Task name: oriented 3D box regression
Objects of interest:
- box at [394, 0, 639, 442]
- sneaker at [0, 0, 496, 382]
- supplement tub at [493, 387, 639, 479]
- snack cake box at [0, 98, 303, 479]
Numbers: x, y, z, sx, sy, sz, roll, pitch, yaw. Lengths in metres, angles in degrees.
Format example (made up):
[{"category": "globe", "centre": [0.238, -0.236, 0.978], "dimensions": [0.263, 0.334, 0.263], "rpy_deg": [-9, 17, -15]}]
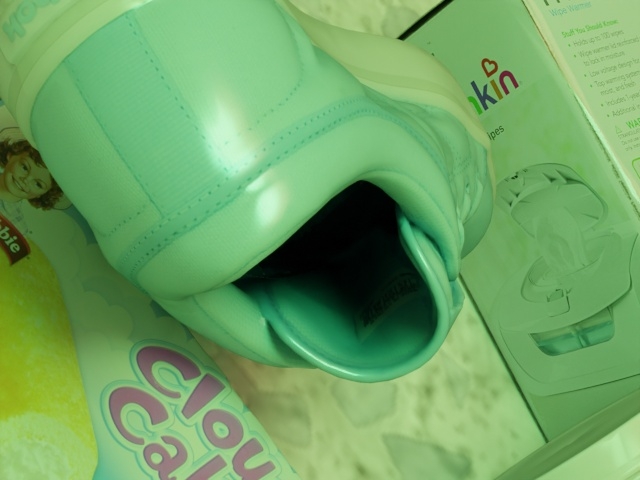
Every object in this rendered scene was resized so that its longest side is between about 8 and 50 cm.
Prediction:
[{"category": "box", "centre": [0.187, -0.042, 1.006], "dimensions": [0.262, 0.127, 0.231], "rpy_deg": [-20, 78, -46]}, {"category": "sneaker", "centre": [0.000, 0.000, 0.743], "dimensions": [0.150, 0.135, 0.366], "rpy_deg": [61, 17, 19]}, {"category": "supplement tub", "centre": [0.165, 0.173, 0.838], "dimensions": [0.144, 0.144, 0.200], "rpy_deg": [-28, 84, -47]}, {"category": "snack cake box", "centre": [-0.102, 0.096, 0.695], "dimensions": [0.264, 0.089, 0.152], "rpy_deg": [53, 44, -1]}]
